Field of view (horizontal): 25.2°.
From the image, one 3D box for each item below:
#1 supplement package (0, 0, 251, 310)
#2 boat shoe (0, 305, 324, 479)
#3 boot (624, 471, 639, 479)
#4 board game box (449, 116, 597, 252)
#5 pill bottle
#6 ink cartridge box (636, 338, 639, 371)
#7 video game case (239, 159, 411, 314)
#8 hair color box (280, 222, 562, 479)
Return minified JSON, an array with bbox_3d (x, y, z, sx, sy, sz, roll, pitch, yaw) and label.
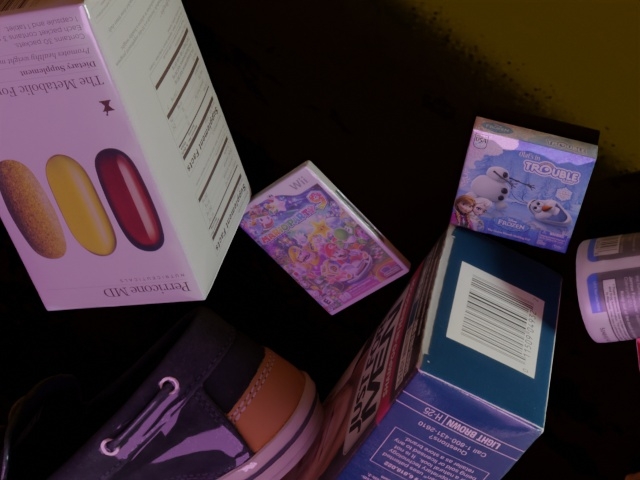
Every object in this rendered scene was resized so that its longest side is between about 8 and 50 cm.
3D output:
[{"bbox_3d":[-0.160,-0.085,1.021,0.139,0.134,0.244,-5,126,21],"label":"supplement package"},{"bbox_3d":[-0.227,0.204,1.251,0.500,0.187,0.156,-30,110,28],"label":"boat shoe"},{"bbox_3d":[0.416,0.255,1.164,0.269,0.089,0.236,-20,107,27],"label":"boot"},{"bbox_3d":[0.147,-0.040,1.044,0.090,0.020,0.090,14,129,5],"label":"board game box"},{"bbox_3d":[0.259,0.028,1.027,0.137,0.078,0.078,-8,125,22],"label":"pill bottle"},{"bbox_3d":[0.363,0.215,1.038,0.271,0.130,0.310,-3,105,26],"label":"ink cartridge box"},{"bbox_3d":[0.000,0.000,1.124,0.087,0.011,0.122,-31,114,34],"label":"video game case"},{"bbox_3d":[0.056,0.168,1.136,0.105,0.174,0.347,26,130,-6],"label":"hair color box"}]
